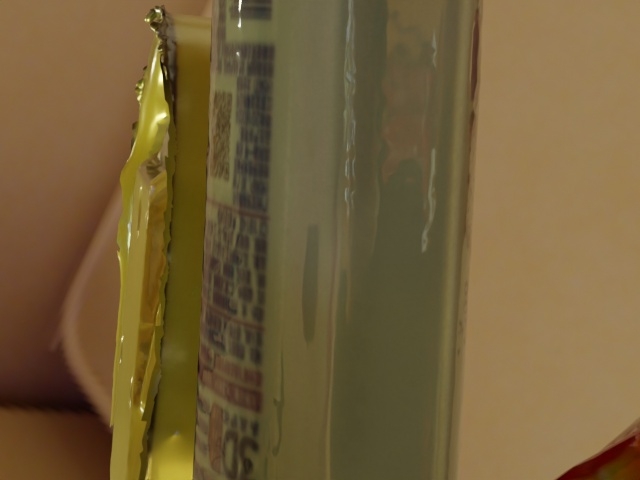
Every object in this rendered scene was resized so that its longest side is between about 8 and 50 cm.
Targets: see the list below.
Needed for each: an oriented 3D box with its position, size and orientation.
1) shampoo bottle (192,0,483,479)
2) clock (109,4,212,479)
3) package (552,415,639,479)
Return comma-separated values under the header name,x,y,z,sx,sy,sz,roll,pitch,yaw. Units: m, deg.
name,x,y,z,sx,sy,sz,roll,pitch,yaw
shampoo bottle,0.000,0.000,0.618,0.078,0.359,0.134,0,-173,-20
clock,-0.054,0.043,0.882,0.071,0.293,0.277,4,-167,-9
package,0.043,0.142,0.425,0.108,0.223,0.288,27,-137,35
